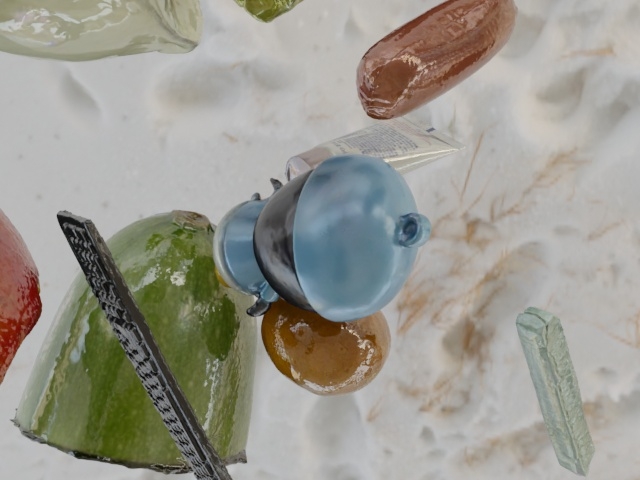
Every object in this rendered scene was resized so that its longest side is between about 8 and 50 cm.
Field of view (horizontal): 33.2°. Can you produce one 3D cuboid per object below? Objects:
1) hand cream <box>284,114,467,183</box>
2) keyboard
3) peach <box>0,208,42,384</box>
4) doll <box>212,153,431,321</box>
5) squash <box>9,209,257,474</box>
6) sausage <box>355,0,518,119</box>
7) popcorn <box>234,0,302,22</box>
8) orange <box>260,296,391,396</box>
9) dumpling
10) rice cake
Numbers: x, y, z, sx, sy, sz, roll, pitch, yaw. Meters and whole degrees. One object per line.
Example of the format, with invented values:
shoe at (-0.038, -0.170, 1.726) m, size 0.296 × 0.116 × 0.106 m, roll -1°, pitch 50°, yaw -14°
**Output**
hand cream at (0.070, -0.121, 1.518) m, size 0.133 × 0.248 × 0.083 m, roll 40°, pitch 142°, yaw 41°
keyboard at (-0.131, 0.090, 0.809) m, size 0.087 × 0.017 × 0.250 m, roll 13°, pitch 132°, yaw 61°
peach at (-0.444, 0.065, 1.046) m, size 0.380 × 0.306 × 0.242 m, roll 44°, pitch 116°, yaw 10°
doll at (0.000, 0.000, 1.151) m, size 0.141 × 0.177 × 0.314 m, roll 13°, pitch 168°, yaw -38°
squash at (-0.220, 0.108, 1.383) m, size 0.311 × 0.310 × 0.308 m, roll 10°, pitch 92°, yaw 6°
sausage at (0.106, -0.170, 0.959) m, size 0.077 × 0.194 × 0.077 m, roll 35°, pitch 145°, yaw 29°
popcorn at (-0.075, -0.416, 1.427) m, size 0.181 × 0.216 × 0.235 m, roll 2°, pitch 140°, yaw 4°
orange at (0.006, 0.117, 1.276) m, size 0.156 × 0.156 × 0.124 m, roll 16°, pitch 106°, yaw 2°
dumpling at (-0.184, -0.212, 0.725) m, size 0.252 × 0.179 × 0.131 m, roll 8°, pitch 146°, yaw -37°
rice cake at (0.195, 0.126, 0.879) m, size 0.033 × 0.029 × 0.170 m, roll 19°, pitch 138°, yaw 48°
